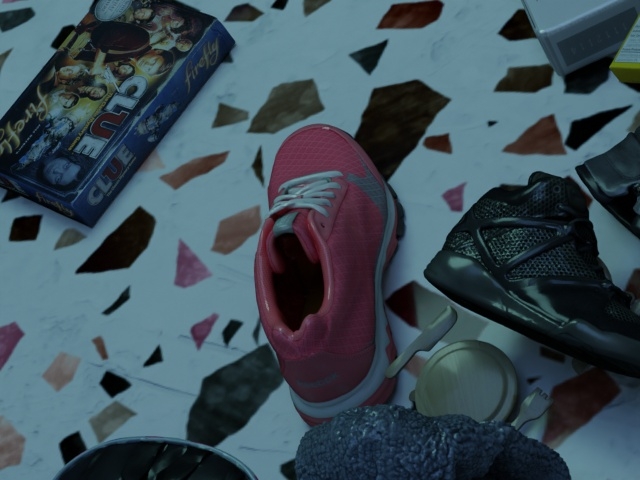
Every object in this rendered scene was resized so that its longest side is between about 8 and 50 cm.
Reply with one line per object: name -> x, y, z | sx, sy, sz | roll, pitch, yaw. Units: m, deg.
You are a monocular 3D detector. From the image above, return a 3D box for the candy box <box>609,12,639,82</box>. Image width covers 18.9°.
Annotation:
candy box -> 0.335, -0.167, 1.534 | 0.206, 0.027, 0.105 | 9, 59, 48

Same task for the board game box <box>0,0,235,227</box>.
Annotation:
board game box -> -0.219, -0.140, 1.929 | 0.165, 0.042, 0.243 | 22, 68, 38

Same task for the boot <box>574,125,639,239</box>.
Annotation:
boot -> 0.375, -0.047, 1.502 | 0.222, 0.118, 0.338 | -49, 37, -9

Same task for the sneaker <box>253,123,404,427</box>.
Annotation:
sneaker -> 0.001, 0.000, 1.637 | 0.116, 0.136, 0.314 | -18, 49, 14

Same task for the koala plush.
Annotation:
koala plush -> 0.066, 0.246, 1.391 | 0.196, 0.203, 0.221 | -9, 65, 26

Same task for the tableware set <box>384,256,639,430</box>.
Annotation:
tableware set -> 0.158, 0.086, 1.554 | 0.194, 0.039, 0.128 | -45, 59, -2

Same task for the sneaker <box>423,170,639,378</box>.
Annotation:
sneaker -> 0.200, 0.022, 1.491 | 0.227, 0.087, 0.130 | 27, 86, 35

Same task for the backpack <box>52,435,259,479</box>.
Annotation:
backpack -> -0.125, 0.282, 1.448 | 0.225, 0.191, 0.253 | 4, 65, 28

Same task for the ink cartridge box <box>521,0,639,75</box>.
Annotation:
ink cartridge box -> 0.306, -0.313, 1.762 | 0.296, 0.066, 0.261 | -24, 47, 9
